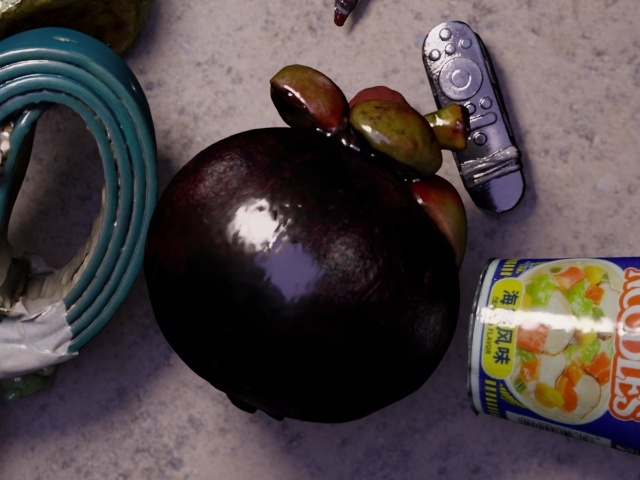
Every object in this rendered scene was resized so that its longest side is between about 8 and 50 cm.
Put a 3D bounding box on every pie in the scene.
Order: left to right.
[{"bbox_3d":[-0.371,-0.289,1.507,0.354,0.288,0.103,-33,76,-1],"label":"pie"}]

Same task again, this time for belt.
[{"bbox_3d":[-0.359,-0.041,1.410,0.300,0.173,0.437,18,110,-12],"label":"belt"}]

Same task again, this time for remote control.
[{"bbox_3d":[0.206,-0.161,1.506,0.090,0.066,0.266,-19,82,20],"label":"remote control"}]

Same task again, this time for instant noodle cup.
[{"bbox_3d":[0.344,0.131,1.338,0.312,0.284,0.284,6,82,20],"label":"instant noodle cup"}]

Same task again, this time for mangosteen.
[{"bbox_3d":[0.000,0.000,1.343,0.382,0.382,0.435,29,99,13],"label":"mangosteen"}]

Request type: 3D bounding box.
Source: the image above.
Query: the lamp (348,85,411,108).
[{"bbox_3d":[0.078,-0.155,1.507,0.101,0.090,0.101,0,89,-28],"label":"lamp"}]

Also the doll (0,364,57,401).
[{"bbox_3d":[-0.370,0.162,1.544,0.150,0.077,0.115,-36,32,-2],"label":"doll"}]

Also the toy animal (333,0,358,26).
[{"bbox_3d":[0.078,-0.378,1.556,0.105,0.070,0.202,37,85,-5],"label":"toy animal"}]
